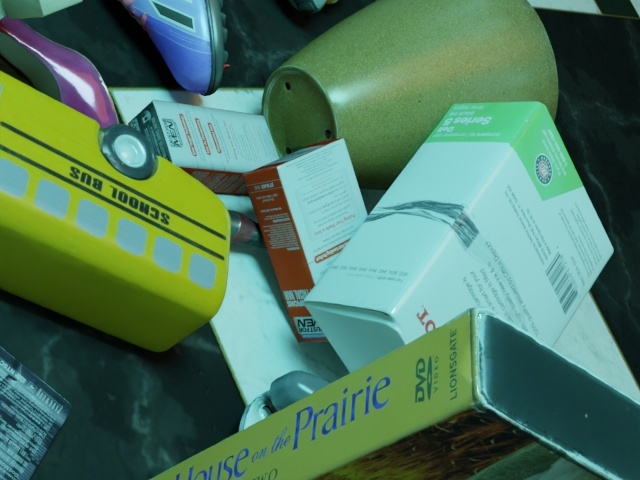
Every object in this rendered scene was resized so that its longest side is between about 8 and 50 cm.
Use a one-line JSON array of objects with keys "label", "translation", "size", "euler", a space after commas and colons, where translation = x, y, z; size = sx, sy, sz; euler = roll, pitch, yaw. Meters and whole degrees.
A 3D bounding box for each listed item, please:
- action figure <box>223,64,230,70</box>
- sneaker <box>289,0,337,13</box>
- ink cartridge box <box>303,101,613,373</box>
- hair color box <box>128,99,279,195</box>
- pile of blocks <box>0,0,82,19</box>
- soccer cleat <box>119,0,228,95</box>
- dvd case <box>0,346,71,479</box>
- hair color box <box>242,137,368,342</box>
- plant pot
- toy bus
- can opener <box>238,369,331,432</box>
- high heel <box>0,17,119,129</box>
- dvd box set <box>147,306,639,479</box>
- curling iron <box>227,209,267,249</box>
[{"label": "action figure", "translation": [-0.119, -0.228, 1.209], "size": [0.038, 0.030, 0.115], "euler": [58, 8, -73]}, {"label": "sneaker", "translation": [0.008, -0.343, 1.403], "size": [0.271, 0.100, 0.108], "euler": [-52, 127, -55]}, {"label": "ink cartridge box", "translation": [0.136, 0.033, 1.096], "size": [0.273, 0.115, 0.198], "euler": [-51, 126, -28]}, {"label": "hair color box", "translation": [-0.105, -0.085, 1.108], "size": [0.141, 0.043, 0.072], "euler": [3, 60, -47]}, {"label": "pile of blocks", "translation": [-0.333, -0.284, 0.863], "size": [0.362, 0.149, 0.112], "euler": [40, 43, 11]}, {"label": "soccer cleat", "translation": [-0.183, -0.276, 1.140], "size": [0.116, 0.108, 0.318], "euler": [-15, 77, -27]}, {"label": "dvd case", "translation": [-0.273, 0.138, 0.775], "size": [0.164, 0.018, 0.221], "euler": [44, 38, -16]}, {"label": "hair color box", "translation": [0.000, 0.000, 1.094], "size": [0.093, 0.053, 0.167], "euler": [-27, 103, -42]}, {"label": "plant pot", "translation": [0.074, -0.144, 1.226], "size": [0.254, 0.237, 0.237], "euler": [-21, 78, -37]}, {"label": "toy bus", "translation": [-0.229, -0.039, 0.886], "size": [0.332, 0.108, 0.130], "euler": [28, 47, -32]}, {"label": "can opener", "translation": [0.045, 0.228, 0.988], "size": [0.283, 0.095, 0.076], "euler": [47, 38, -9]}, {"label": "high heel", "translation": [-0.260, -0.141, 0.960], "size": [0.117, 0.082, 0.244], "euler": [-32, 93, -42]}, {"label": "dvd box set", "translation": [0.050, 0.206, 0.742], "size": [0.307, 0.420, 0.062], "euler": [32, 46, -28]}, {"label": "curling iron", "translation": [-0.088, -0.021, 1.087], "size": [0.274, 0.035, 0.068], "euler": [9, 44, -41]}]
